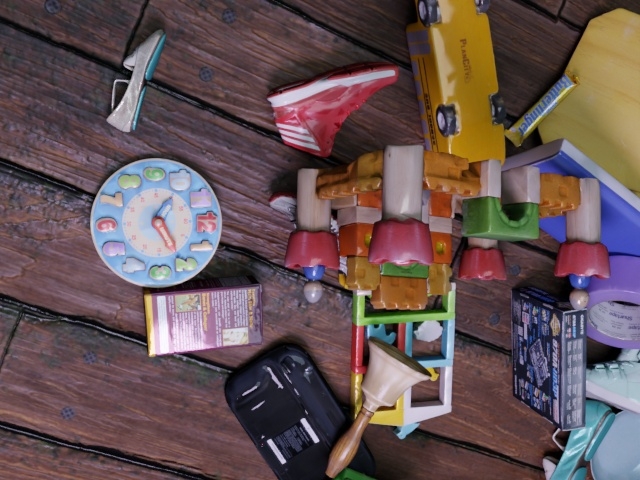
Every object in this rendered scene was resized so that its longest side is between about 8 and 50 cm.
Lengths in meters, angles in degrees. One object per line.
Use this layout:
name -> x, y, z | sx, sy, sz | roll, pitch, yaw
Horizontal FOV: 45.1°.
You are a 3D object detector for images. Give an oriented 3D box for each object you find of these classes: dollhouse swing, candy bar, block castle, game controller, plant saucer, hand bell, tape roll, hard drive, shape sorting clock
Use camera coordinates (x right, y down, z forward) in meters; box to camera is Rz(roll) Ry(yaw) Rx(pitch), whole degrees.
dollhouse swing -> 0.621, -0.212, 1.447 | 0.315, 0.304, 0.347 | 23, 93, -59
candy bar -> 0.397, -0.237, 1.380 | 0.161, 0.018, 0.040 | -46, 68, 10
block castle -> 0.194, 0.002, 1.186 | 0.453, 0.303, 0.213 | 5, 84, -34
game controller -> -0.033, 0.338, 1.368 | 0.166, 0.067, 0.319 | -29, 106, 6
plant saucer -> 0.625, 0.425, 1.570 | 0.194, 0.037, 0.195 | -3, 101, -15
hand bell -> 0.075, 0.299, 1.322 | 0.126, 0.126, 0.242 | 30, 95, -18
tape roll -> 0.560, 0.116, 1.413 | 0.189, 0.189, 0.080 | 35, 56, -18
hard drive -> 0.460, -0.052, 1.352 | 0.318, 0.210, 0.040 | 33, 69, -18
shape sorting clock -> -0.260, -0.028, 1.228 | 0.206, 0.040, 0.206 | 1, 88, -16

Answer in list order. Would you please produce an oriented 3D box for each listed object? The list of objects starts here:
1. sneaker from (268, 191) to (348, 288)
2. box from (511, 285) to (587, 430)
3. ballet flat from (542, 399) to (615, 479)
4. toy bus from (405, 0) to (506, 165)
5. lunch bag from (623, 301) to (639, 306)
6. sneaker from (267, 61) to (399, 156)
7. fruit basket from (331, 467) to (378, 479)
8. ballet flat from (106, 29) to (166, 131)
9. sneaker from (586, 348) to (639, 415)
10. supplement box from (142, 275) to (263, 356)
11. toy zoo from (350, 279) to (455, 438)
sneaker -> 0.000, 0.000, 1.295 | 0.225, 0.088, 0.093 | 40, 89, -18
box -> 0.412, 0.209, 1.401 | 0.051, 0.175, 0.221 | -6, 100, -15
ballet flat -> 0.488, 0.424, 1.510 | 0.083, 0.087, 0.247 | 25, 90, -49
toy bus -> 0.223, -0.274, 1.287 | 0.108, 0.130, 0.333 | -15, 103, -12
lunch bag -> 0.631, 0.094, 1.507 | 0.071, 0.053, 0.083 | -21, 114, -9
sneaker -> 0.031, -0.215, 1.280 | 0.221, 0.087, 0.128 | -14, 112, 0
fruit basket -> 0.083, 0.624, 1.337 | 0.391, 0.283, 0.392 | -1, 103, -4
ballet flat -> -0.288, -0.251, 1.189 | 0.052, 0.057, 0.168 | 19, 94, -8
sneaker -> 0.560, 0.237, 1.498 | 0.255, 0.094, 0.151 | 21, 81, -12
supplement box -> -0.193, 0.121, 1.265 | 0.188, 0.081, 0.104 | -4, 100, -14
toy zoo -> 0.150, 0.221, 1.405 | 0.192, 0.030, 0.294 | -1, 100, -15
